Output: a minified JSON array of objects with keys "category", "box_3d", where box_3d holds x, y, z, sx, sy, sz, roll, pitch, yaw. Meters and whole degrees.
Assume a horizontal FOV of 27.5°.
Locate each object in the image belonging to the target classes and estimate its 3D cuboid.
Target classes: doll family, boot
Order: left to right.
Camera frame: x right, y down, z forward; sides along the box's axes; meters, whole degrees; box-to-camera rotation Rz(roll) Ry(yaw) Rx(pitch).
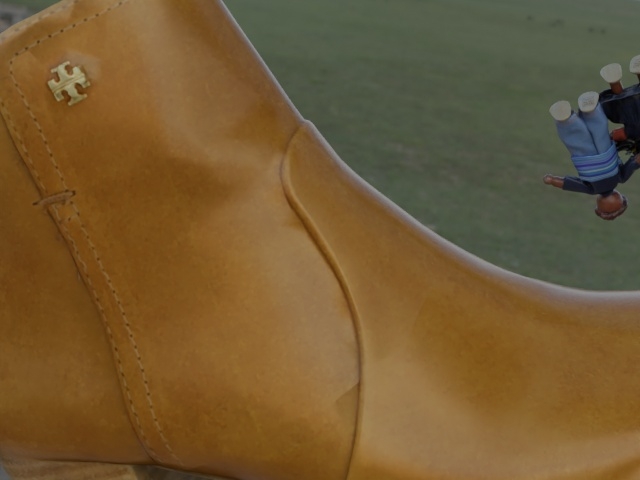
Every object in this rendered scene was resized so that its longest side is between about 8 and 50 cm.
[{"category":"boot","box_3d":[-0.001,0.000,0.434,0.295,0.211,0.104,-18,14,13]},{"category":"doll family","box_3d":[0.266,-0.081,1.008,0.193,0.111,0.076,-8,43,26]}]
